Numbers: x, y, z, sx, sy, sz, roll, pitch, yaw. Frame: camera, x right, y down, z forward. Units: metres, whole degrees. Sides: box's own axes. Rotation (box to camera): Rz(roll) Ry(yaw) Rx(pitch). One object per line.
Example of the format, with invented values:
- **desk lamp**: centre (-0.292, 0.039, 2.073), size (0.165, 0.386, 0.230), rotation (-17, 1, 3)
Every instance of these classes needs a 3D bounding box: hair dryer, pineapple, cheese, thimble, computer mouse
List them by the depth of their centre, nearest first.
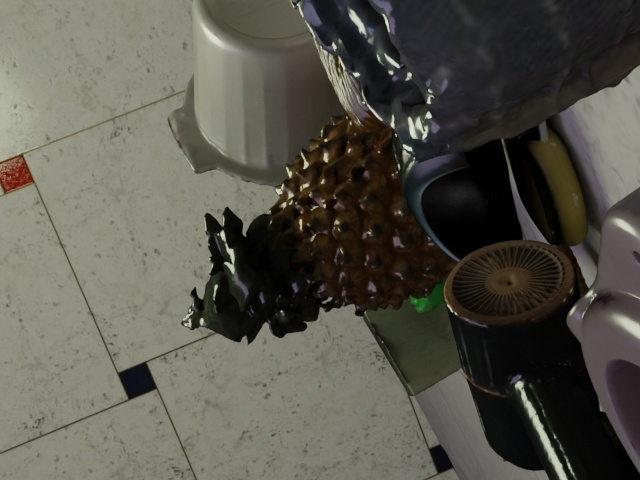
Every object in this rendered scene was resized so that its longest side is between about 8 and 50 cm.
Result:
- **thimble**: centre (0.066, -0.168, 0.571), size (0.236, 0.172, 0.205), rotation (58, 178, 16)
- **hair dryer**: centre (0.190, 0.172, 0.818), size (0.352, 0.107, 0.189), rotation (-105, -4, -54)
- **cheese**: centre (0.170, -0.071, 0.869), size (0.086, 0.036, 0.162), rotation (-115, 0, -49)
- **computer mouse**: centre (0.112, -0.068, 0.945), size (0.233, 0.096, 0.137), rotation (66, -160, -50)
- **pineapple**: centre (0.000, 0.000, 1.176), size (0.222, 0.357, 0.223), rotation (60, 179, 2)

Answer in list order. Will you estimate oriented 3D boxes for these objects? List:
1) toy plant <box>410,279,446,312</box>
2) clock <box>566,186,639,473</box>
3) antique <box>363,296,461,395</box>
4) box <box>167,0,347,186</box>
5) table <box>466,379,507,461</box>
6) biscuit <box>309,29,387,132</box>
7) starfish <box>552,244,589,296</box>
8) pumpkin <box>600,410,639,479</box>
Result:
- **toy plant**: centre (0.119, -0.014, 1.527), size (0.154, 0.088, 0.240), rotation (98, 155, -63)
- **clock**: centre (0.266, 0.130, 0.585), size (0.322, 0.113, 0.295), rotation (56, 174, 29)
- **antique**: centre (0.155, 0.131, 1.638), size (0.152, 0.147, 0.148), rotation (59, 178, 9)
- **box**: centre (-0.032, -0.206, 1.287), size (0.291, 0.262, 0.206), rotation (20, 150, 14)
- **table**: centre (0.234, 0.159, 1.380), size (0.175, 0.063, 0.146), rotation (-73, -36, -49)
- **biscuit**: centre (0.004, -0.240, 0.901), size (0.318, 0.040, 0.317), rotation (164, 90, -86)
- **starfish**: centre (0.259, 0.111, 0.958), size (0.247, 0.050, 0.138), rotation (67, 175, -31)
- **pumpkin**: centre (0.283, 0.233, 1.062), size (0.119, 0.108, 0.183), rotation (48, 161, 59)
